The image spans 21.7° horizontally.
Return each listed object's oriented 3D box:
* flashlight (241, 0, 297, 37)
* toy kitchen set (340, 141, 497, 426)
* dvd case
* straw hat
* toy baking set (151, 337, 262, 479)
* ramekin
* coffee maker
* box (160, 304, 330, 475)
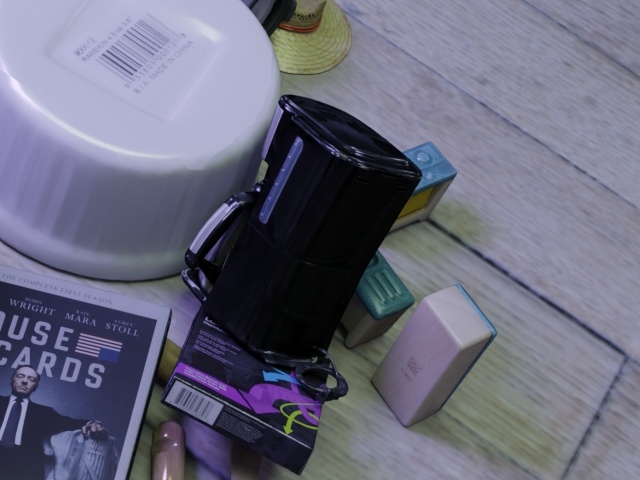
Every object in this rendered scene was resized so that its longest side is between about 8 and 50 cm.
[{"bbox_3d":[-0.160,-0.285,1.527,0.304,0.103,0.103,39,6,16],"label":"flashlight"},{"bbox_3d":[0.092,0.015,1.392,0.166,0.122,0.207,-22,66,-35],"label":"toy kitchen set"},{"bbox_3d":[-0.219,0.127,1.212,0.179,0.030,0.239,14,53,-4],"label":"dvd case"},{"bbox_3d":[-0.028,-0.229,1.572,0.144,0.061,0.145,12,50,-15],"label":"straw hat"},{"bbox_3d":[-0.126,0.167,1.243,0.256,0.030,0.197,31,54,10],"label":"toy baking set"},{"bbox_3d":[-0.165,-0.116,1.374,0.277,0.135,0.277,12,51,-15],"label":"ramekin"},{"bbox_3d":[0.000,0.000,1.295,0.171,0.178,0.120,35,20,18],"label":"coffee maker"},{"bbox_3d":[-0.053,0.106,1.270,0.116,0.029,0.162,28,18,-6],"label":"box"}]
